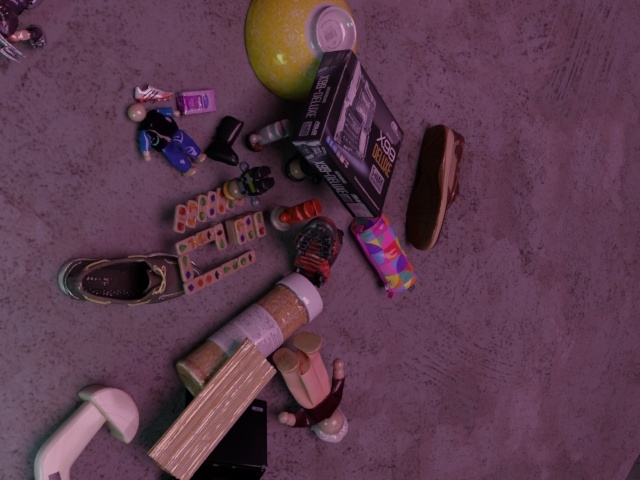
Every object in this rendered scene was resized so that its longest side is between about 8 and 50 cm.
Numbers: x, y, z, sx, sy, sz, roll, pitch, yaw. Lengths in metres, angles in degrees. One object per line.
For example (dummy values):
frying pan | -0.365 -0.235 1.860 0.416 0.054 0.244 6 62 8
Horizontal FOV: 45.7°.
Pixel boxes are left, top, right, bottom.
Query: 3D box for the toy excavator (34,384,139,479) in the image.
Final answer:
toy excavator | -0.517 0.546 1.449 0.432 0.222 0.446 -17 98 -37

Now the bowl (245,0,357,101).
bowl | -0.011 -0.462 1.721 0.289 0.156 0.290 -6 100 -37

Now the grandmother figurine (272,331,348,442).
grandmother figurine | -0.013 0.376 1.831 0.207 0.104 0.342 -32 131 -10

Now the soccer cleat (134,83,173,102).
soccer cleat | -0.343 -0.305 1.564 0.083 0.029 0.036 -15 109 -31

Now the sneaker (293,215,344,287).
sneaker | 0.000 0.000 1.766 0.097 0.276 0.135 21 64 6

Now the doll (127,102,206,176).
doll | -0.326 -0.212 1.579 0.189 0.046 0.129 46 68 -33

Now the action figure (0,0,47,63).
action figure | -0.535 -0.440 1.357 0.285 0.099 0.185 -52 130 -16

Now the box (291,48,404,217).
box | 0.071 -0.228 1.688 0.307 0.076 0.243 48 53 -48

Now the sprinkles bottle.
sprinkles bottle | -0.156 0.217 1.723 0.355 0.121 0.121 -38 117 -28

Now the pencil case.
pencil case | 0.166 0.034 1.967 0.104 0.104 0.236 -44 119 -25

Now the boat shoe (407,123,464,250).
boat shoe | 0.329 -0.135 2.059 0.123 0.123 0.342 14 82 -37

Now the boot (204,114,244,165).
boot | -0.195 -0.216 1.637 0.045 0.121 0.099 36 81 -38

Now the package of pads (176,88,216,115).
package of pads | -0.264 -0.296 1.624 0.083 0.032 0.050 -14 102 -36

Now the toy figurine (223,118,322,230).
toy figurine | -0.092 -0.146 1.695 0.209 0.148 0.213 29 64 -31

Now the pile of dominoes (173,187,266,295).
pile of dominoes | -0.214 -0.013 1.651 0.251 0.040 0.196 -29 114 -51

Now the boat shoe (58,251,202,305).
boat shoe | -0.371 0.082 1.554 0.304 0.091 0.109 1 96 -38

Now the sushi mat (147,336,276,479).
sushi mat | -0.224 0.365 1.621 0.316 0.019 0.151 -50 140 -16

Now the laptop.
laptop | -0.255 0.497 1.754 0.234 0.136 0.264 20 109 -37
